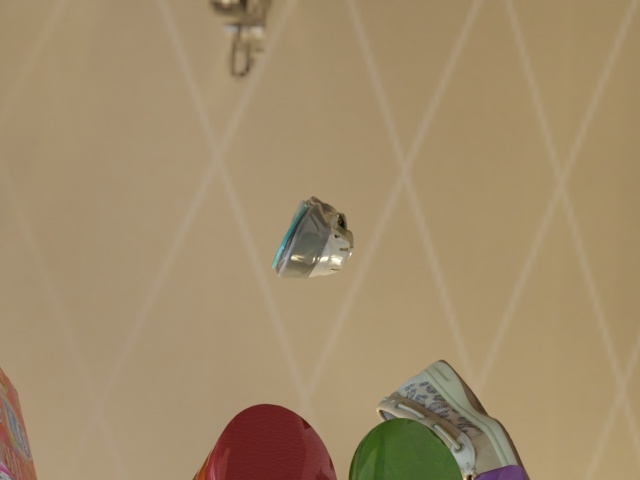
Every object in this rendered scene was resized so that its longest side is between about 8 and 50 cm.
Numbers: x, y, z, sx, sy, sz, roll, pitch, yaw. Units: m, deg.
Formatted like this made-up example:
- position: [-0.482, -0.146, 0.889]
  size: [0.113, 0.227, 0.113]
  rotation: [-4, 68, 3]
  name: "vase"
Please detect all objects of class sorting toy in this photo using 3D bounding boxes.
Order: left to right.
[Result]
- position: [0.020, 0.220, 1.310]
  size: [0.365, 0.127, 0.126]
  rotation: [12, 153, -42]
  name: "sorting toy"

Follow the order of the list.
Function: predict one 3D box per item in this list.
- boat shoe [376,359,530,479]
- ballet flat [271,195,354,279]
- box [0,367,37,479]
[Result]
- position: [0.140, 0.218, 1.550]
  size: [0.089, 0.104, 0.285]
  rotation: [-26, -155, -6]
  name: "boat shoe"
- position: [0.000, 0.000, 1.521]
  size: [0.068, 0.072, 0.213]
  rotation: [25, -169, -1]
  name: "ballet flat"
- position: [-0.416, 0.241, 1.843]
  size: [0.128, 0.122, 0.257]
  rotation: [-28, -143, -1]
  name: "box"
